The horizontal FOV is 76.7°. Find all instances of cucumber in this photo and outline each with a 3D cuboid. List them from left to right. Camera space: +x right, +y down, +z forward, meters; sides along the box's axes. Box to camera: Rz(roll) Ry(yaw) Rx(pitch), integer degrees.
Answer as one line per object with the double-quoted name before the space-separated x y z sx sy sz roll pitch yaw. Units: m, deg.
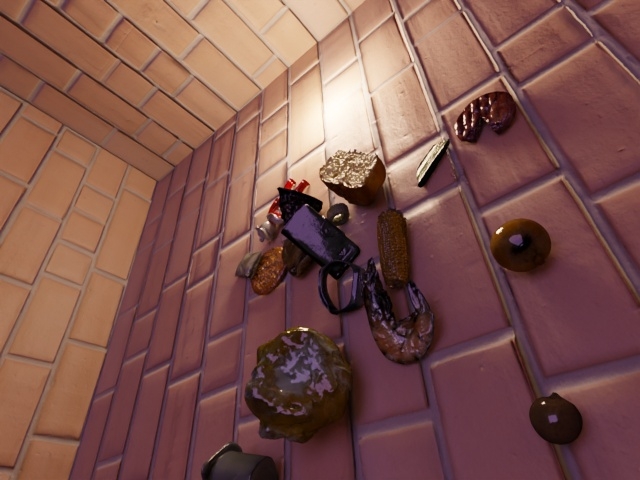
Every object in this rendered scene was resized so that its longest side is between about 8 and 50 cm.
"cucumber" 0.421 -0.296 1.560 0.220 0.046 0.070 -55 36 -3

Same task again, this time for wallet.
"wallet" 0.000 0.000 1.650 0.318 0.045 0.172 41 94 17

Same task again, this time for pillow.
"pillow" -0.366 0.122 2.038 0.230 0.050 0.148 -5 52 60

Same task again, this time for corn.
"corn" 0.257 0.021 1.448 0.115 0.115 0.317 -23 49 34

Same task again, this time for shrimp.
"shrimp" 0.242 0.207 1.295 0.233 0.071 0.364 -30 61 35

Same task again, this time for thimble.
"thimble" 0.073 -0.110 1.750 0.110 0.084 0.062 -31 44 24

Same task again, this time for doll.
"doll" -0.204 -0.155 2.075 0.188 0.099 0.384 19 71 52

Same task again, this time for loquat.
"loquat" 0.552 0.012 1.122 0.163 0.137 0.163 -29 55 51

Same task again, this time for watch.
"watch" 0.075 0.178 1.526 0.193 0.068 0.206 -3 73 35

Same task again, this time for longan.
"longan" 0.525 0.396 0.905 0.113 0.092 0.113 -48 17 19

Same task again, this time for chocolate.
"chocolate" -0.109 -0.123 1.872 0.206 0.224 0.177 16 88 34

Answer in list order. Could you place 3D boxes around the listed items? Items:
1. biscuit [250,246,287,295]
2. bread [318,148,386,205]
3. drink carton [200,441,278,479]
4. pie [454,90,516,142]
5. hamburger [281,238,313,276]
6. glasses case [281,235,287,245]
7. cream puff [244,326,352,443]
"biscuit" -0.247 0.142 1.940 0.254 0.035 0.253 -27 45 31
"bread" 0.153 -0.256 1.703 0.194 0.179 0.340 -57 36 -6
"drink carton" -0.257 0.791 1.354 0.190 0.191 0.185 -16 90 30
"pie" 0.603 -0.451 1.479 0.219 0.054 0.204 0 63 49
"hamburger" -0.084 0.052 1.787 0.206 0.130 0.183 -61 33 22
"glasses case" -0.093 -0.031 1.870 0.204 0.081 0.051 -36 38 25
"cream puff" -0.073 0.482 1.354 0.379 0.275 0.378 -6 54 9
